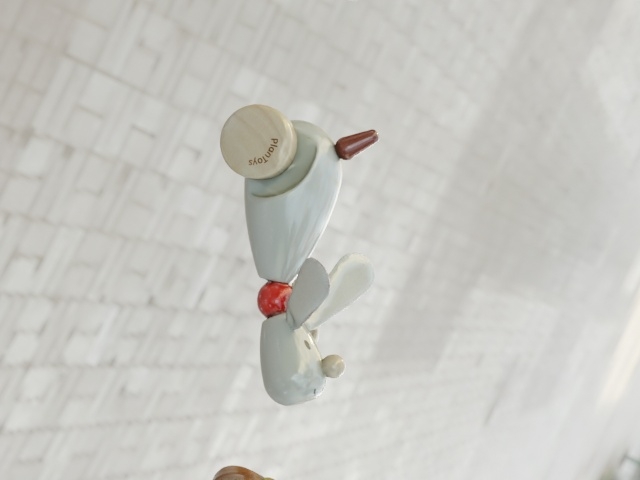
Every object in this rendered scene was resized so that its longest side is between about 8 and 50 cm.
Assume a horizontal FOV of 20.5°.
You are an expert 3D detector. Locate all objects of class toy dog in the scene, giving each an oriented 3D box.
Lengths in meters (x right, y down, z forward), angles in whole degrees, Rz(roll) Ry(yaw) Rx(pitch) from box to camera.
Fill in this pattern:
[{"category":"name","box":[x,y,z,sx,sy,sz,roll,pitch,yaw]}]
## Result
[{"category":"toy dog","box":[0.000,0.000,1.955,0.220,0.161,0.334,-52,133,-67]}]

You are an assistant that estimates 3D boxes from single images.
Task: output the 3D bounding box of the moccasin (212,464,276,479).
[{"category":"moccasin","box":[0.016,0.360,1.584,0.139,0.380,0.147,-39,-166,18]}]
